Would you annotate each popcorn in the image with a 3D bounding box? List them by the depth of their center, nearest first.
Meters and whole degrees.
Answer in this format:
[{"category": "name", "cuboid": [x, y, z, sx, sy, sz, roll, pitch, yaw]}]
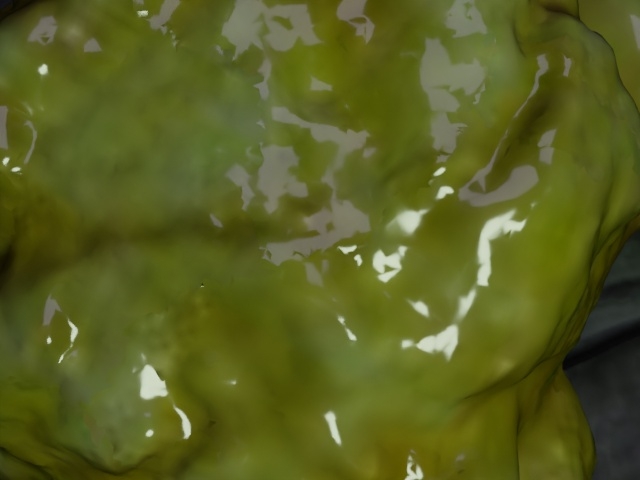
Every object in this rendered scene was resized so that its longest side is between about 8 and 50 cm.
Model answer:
[{"category": "popcorn", "cuboid": [-0.010, 0.001, 0.791, 0.294, 0.334, 0.292, -6, 23, -39]}]
